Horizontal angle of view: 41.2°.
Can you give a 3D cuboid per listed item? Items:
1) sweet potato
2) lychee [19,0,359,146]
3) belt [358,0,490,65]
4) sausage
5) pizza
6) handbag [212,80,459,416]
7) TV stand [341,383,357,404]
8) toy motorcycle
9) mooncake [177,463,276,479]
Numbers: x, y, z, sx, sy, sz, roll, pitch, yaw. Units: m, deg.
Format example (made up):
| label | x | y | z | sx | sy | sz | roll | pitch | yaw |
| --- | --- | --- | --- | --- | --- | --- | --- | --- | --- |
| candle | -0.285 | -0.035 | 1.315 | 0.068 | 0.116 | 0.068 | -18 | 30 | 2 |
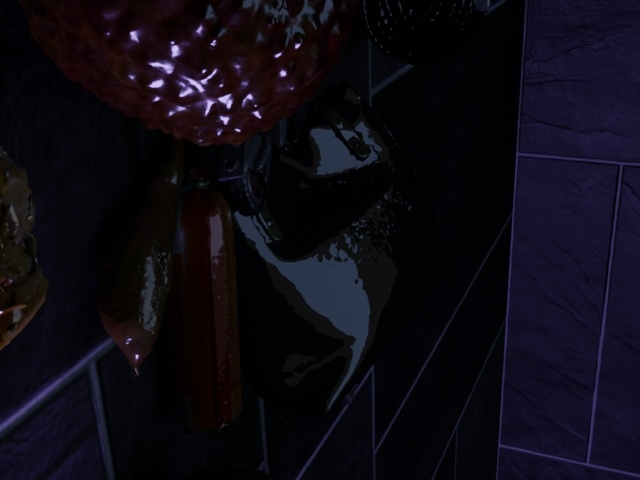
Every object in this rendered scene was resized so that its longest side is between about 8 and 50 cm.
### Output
| label | x | y | z | sx | sy | sz | roll | pitch | yaw |
| --- | --- | --- | --- | --- | --- | --- | --- | --- | --- |
| sweet potato | -0.155 | 0.001 | 0.738 | 0.068 | 0.068 | 0.226 | 51 | 42 | -61 |
| lychee | -0.092 | -0.199 | 0.595 | 0.260 | 0.260 | 0.260 | 8 | 90 | -68 |
| belt | 0.133 | -0.381 | 1.120 | 0.164 | 0.184 | 0.289 | -78 | 166 | -63 |
| sausage | -0.115 | 0.056 | 0.831 | 0.083 | 0.083 | 0.264 | -36 | 129 | -61 |
| pizza | -0.228 | -0.014 | 0.539 | 0.147 | 0.069 | 0.226 | -25 | 120 | -62 |
| handbag | 0.000 | 0.000 | 0.983 | 0.342 | 0.152 | 0.288 | -45 | 126 | -35 |
| TV stand | -0.005 | 0.173 | 1.181 | 0.256 | 0.049 | 0.040 | 57 | 47 | -60 |
| toy motorcycle | -0.073 | -0.135 | 0.831 | 0.122 | 0.080 | 0.215 | 61 | 24 | -57 |
| mooncake | -0.094 | 0.325 | 0.789 | 0.228 | 0.228 | 0.124 | -65 | 145 | -36 |
